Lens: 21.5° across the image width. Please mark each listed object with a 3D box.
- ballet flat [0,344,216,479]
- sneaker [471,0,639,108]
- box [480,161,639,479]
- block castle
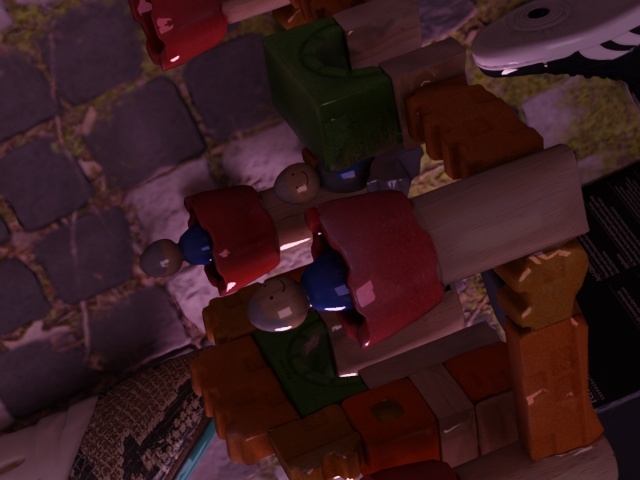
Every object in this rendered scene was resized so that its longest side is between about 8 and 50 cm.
[{"bbox_3d":[-0.233,0.272,1.443,0.182,0.164,0.483,22,117,-6],"label":"ballet flat"},{"bbox_3d":[0.233,-0.140,1.352,0.216,0.079,0.121,-19,124,-6],"label":"sneaker"},{"bbox_3d":[0.255,0.063,1.378,0.184,0.261,0.103,-21,126,-3],"label":"box"},{"bbox_3d":[0.000,0.000,1.150,0.212,0.453,0.303,-21,127,-12],"label":"block castle"}]
